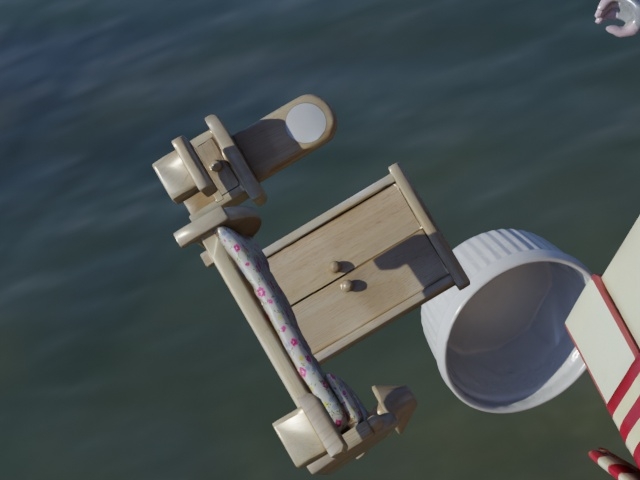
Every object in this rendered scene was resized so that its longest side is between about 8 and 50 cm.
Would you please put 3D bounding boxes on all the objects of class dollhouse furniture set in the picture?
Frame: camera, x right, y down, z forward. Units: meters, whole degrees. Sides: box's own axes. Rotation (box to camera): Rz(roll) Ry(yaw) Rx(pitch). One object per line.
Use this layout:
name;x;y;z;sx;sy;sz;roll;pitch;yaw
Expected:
dollhouse furniture set;0.000;0.000;1.477;0.174;0.303;0.355;-31;-7;1

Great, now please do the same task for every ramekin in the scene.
ramekin;0.214;0.084;2.283;0.207;0.207;0.109;-25;35;-8

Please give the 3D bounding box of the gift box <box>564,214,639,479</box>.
gift box;0.324;0.060;1.246;0.255;0.258;0.276;13;33;-22

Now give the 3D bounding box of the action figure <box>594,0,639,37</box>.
action figure;0.424;-0.218;1.749;0.276;0.248;0.370;-36;-17;-10
